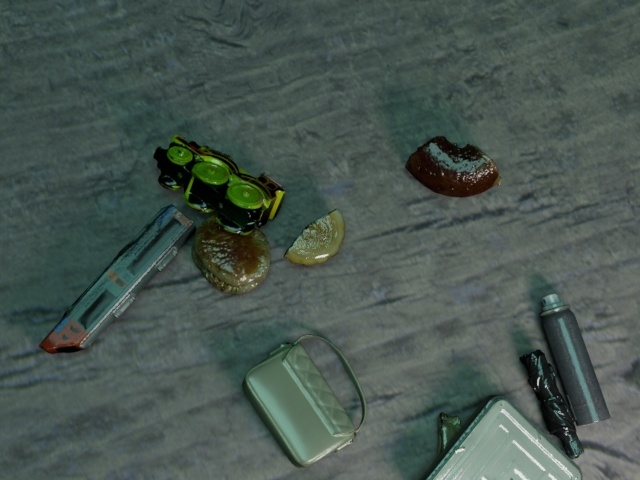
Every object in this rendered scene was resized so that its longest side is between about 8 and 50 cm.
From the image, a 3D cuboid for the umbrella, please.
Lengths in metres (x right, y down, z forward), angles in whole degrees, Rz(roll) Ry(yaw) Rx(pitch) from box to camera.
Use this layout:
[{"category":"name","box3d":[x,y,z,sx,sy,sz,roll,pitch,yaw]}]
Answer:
[{"category":"umbrella","box3d":[0.491,0.346,1.710,0.059,0.066,0.235,-20,75,-3]}]

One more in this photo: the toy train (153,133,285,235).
[{"category":"toy train","box3d":[-0.226,-0.128,1.786,0.296,0.100,0.160,35,37,13]}]

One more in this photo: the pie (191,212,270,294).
[{"category":"pie","box3d":[-0.196,0.023,1.776,0.163,0.079,0.193,-40,74,-21]}]

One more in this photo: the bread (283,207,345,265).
[{"category":"bread","box3d":[0.000,0.000,1.783,0.094,0.083,0.157,35,79,5]}]

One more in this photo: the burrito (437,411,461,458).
[{"category":"burrito","box3d":[0.268,0.447,1.692,0.051,0.042,0.171,4,72,-7]}]

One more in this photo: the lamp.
[{"category":"lamp","box3d":[0.369,0.493,1.655,0.266,0.047,0.269,43,78,-6]}]

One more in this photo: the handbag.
[{"category":"handbag","box3d":[-0.021,0.328,1.702,0.219,0.079,0.256,-30,78,-20]}]

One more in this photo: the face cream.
[{"category":"face cream","box3d":[0.537,0.252,1.734,0.073,0.073,0.283,-14,76,-5]}]

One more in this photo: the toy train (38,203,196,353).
[{"category":"toy train","box3d":[-0.428,0.098,1.742,0.089,0.086,0.409,39,77,6]}]

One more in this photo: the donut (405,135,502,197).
[{"category":"donut","box3d":[0.305,-0.162,1.820,0.186,0.126,0.144,44,85,9]}]
